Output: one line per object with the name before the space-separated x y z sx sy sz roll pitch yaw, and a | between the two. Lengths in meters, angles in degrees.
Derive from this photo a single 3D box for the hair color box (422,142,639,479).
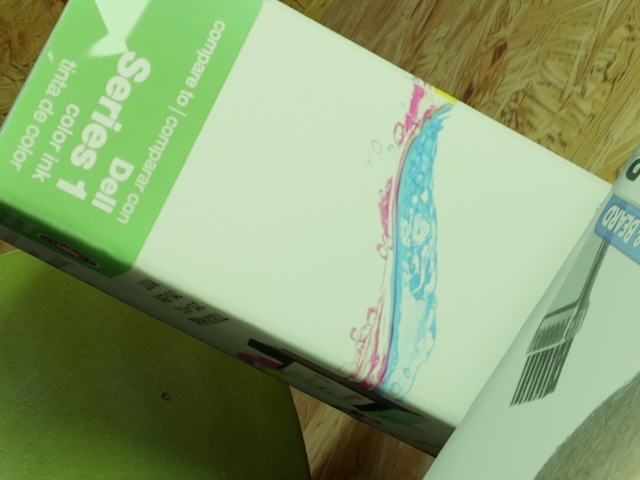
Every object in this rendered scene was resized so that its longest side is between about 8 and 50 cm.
hair color box | 0.120 0.059 0.385 0.339 0.110 0.185 -60 12 7

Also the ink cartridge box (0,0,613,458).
ink cartridge box | 0.000 0.000 0.628 0.117 0.278 0.201 -64 12 -9

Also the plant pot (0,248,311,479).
plant pot | -0.107 0.178 0.787 0.275 0.275 0.293 -58 27 9
